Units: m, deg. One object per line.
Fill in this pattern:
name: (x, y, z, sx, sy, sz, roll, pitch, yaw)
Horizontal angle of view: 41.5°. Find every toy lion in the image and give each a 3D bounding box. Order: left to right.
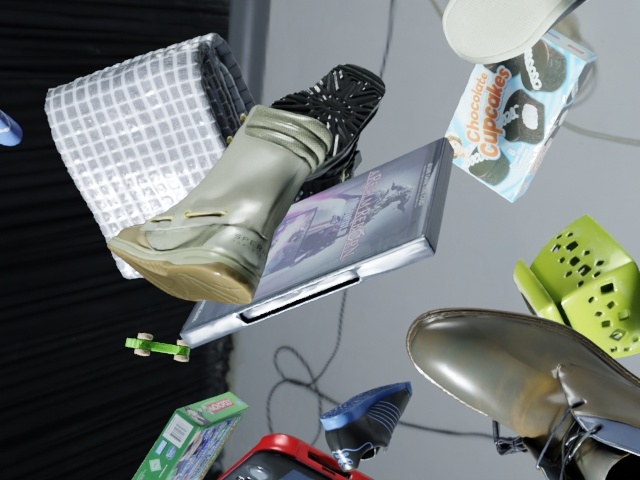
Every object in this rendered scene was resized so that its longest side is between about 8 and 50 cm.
toy lion: (-0.262, 0.171, 1.360, 0.096, 0.100, 0.034, 153, 127, -74)

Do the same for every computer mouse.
computer mouse: (0.406, 0.316, 1.749, 0.184, 0.060, 0.262, 116, 154, -64)

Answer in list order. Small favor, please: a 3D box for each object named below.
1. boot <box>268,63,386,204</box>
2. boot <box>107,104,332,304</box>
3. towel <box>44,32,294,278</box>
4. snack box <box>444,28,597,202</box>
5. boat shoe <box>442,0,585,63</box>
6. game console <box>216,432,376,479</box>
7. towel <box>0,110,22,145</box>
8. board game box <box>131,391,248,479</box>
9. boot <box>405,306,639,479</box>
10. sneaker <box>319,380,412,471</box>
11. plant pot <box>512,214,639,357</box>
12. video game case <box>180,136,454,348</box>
boot: (-0.022, -0.118, 1.393, 0.131, 0.348, 0.260, 36, 132, 12)
boot: (-0.089, -0.033, 0.730, 0.213, 0.077, 0.165, 4, 60, 53)
towel: (-0.186, -0.090, 1.059, 0.235, 0.121, 0.283, -14, 109, 21)
snack box: (0.361, -0.251, 1.592, 0.187, 0.060, 0.322, 38, 134, 22)
boat shoe: (0.194, -0.222, 0.734, 0.084, 0.079, 0.233, 60, 149, -1)
game console: (-0.009, 0.553, 1.750, 0.386, 0.060, 0.342, 31, 135, -8)
towel: (-0.422, -0.197, 0.747, 0.243, 0.336, 0.040, 32, 82, 11)
board game box: (-0.240, 0.380, 1.268, 0.046, 0.213, 0.317, 34, 94, 12)
boot: (0.152, 0.106, 0.519, 0.219, 0.106, 0.082, 22, 103, 9)
sneaker: (0.082, 0.289, 1.335, 0.081, 0.232, 0.090, -20, 86, 36)
plant pot: (0.537, 0.119, 1.739, 0.207, 0.228, 0.227, -28, 117, 7)
video game case: (0.000, 0.000, 0.847, 0.274, 0.196, 0.026, -24, 114, 27)
